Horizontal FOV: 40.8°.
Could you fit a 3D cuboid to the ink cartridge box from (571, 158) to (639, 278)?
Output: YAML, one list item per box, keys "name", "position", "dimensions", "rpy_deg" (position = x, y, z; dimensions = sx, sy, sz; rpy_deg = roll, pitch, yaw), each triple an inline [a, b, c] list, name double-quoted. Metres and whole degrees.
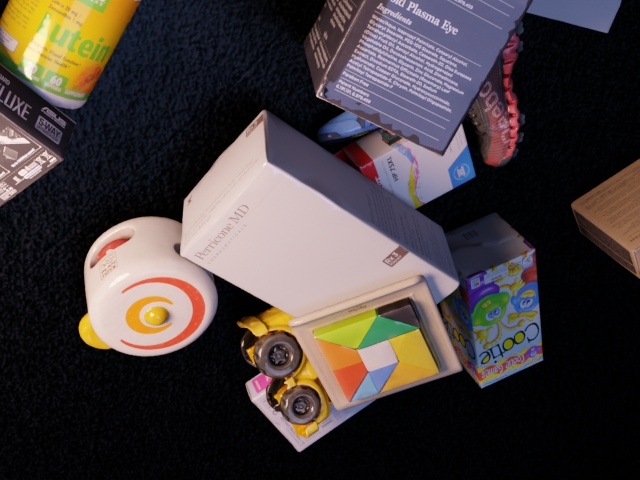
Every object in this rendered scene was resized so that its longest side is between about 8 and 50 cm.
- name: "ink cartridge box"
  position: [0.629, -0.060, 1.617]
  dimensions: [0.235, 0.193, 0.088]
  rpy_deg: [-32, 128, -3]

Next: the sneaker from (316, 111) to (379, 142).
- name: "sneaker"
  position: [0.086, -0.215, 1.357]
  dimensions: [0.209, 0.069, 0.082]
  rpy_deg: [-21, 95, -2]

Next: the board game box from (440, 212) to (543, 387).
- name: "board game box"
  position: [0.315, 0.114, 1.613]
  dimensions: [0.144, 0.142, 0.275]
  rpy_deg: [-23, 127, -11]

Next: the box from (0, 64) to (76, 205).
- name: "box"
  position: [-0.495, -0.119, 1.044]
  dimensions: [0.307, 0.076, 0.242]
  rpy_deg: [-30, 128, 28]

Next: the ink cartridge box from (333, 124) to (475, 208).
- name: "ink cartridge box"
  position: [0.128, -0.118, 1.418]
  dimensions: [0.231, 0.078, 0.134]
  rpy_deg: [-29, 128, -5]

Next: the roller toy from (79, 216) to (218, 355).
- name: "roller toy"
  position: [-0.259, 0.074, 1.304]
  dimensions: [0.209, 0.146, 0.191]
  rpy_deg: [-2, 127, -18]

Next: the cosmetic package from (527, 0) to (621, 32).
- name: "cosmetic package"
  position: [0.342, -0.386, 1.337]
  dimensions: [0.239, 0.099, 0.060]
  rpy_deg: [5, 115, -28]

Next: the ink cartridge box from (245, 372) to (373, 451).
- name: "ink cartridge box"
  position: [0.036, 0.249, 1.620]
  dimensions: [0.311, 0.065, 0.186]
  rpy_deg: [-33, 127, 1]

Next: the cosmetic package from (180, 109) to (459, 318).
- name: "cosmetic package"
  position: [0.000, 0.000, 1.327]
  dimensions: [0.385, 0.156, 0.217]
  rpy_deg: [28, 120, -27]

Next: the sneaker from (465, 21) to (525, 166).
- name: "sneaker"
  position: [0.255, -0.237, 1.391]
  dimensions: [0.135, 0.097, 0.276]
  rpy_deg: [-19, 124, -13]

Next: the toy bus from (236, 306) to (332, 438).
- name: "toy bus"
  position: [-0.012, 0.196, 1.482]
  dimensions: [0.211, 0.149, 0.220]
  rpy_deg: [-28, 98, -16]

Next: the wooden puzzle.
- name: "wooden puzzle"
  position: [0.092, 0.173, 1.351]
  dimensions: [0.221, 0.044, 0.238]
  rpy_deg: [-20, 128, 9]

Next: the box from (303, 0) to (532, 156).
- name: "box"
  position: [0.129, -0.322, 1.101]
  dimensions: [0.179, 0.343, 0.312]
  rpy_deg: [23, 110, -13]

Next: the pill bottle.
- name: "pill bottle"
  position: [-0.301, -0.300, 1.064]
  dimensions: [0.136, 0.136, 0.245]
  rpy_deg: [23, 108, -34]
